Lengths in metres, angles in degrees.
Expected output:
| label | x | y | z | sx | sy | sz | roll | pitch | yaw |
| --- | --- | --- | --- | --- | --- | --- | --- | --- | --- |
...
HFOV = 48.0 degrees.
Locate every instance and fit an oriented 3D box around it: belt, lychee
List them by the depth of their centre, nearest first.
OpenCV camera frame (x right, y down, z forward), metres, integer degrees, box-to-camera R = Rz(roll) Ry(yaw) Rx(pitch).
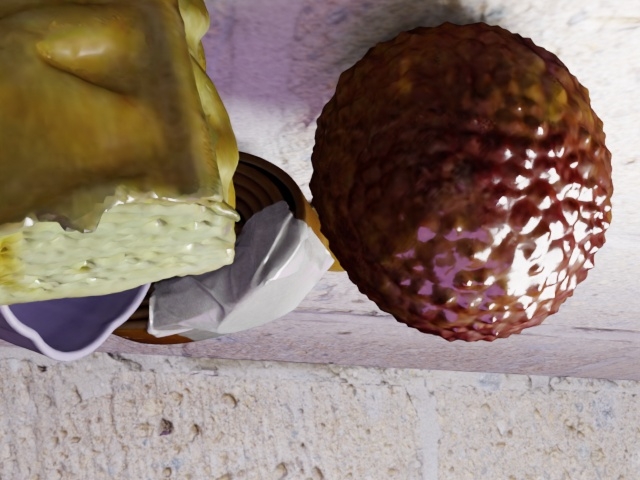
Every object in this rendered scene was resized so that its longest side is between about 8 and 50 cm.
| label | x | y | z | sx | sy | sz | roll | pitch | yaw |
| --- | --- | --- | --- | --- | --- | --- | --- | --- | --- |
| lychee | 0.119 | -0.048 | 0.604 | 0.260 | 0.261 | 0.260 | 2 | 161 | 1 |
| belt | -0.159 | 0.011 | 0.846 | 0.338 | 0.217 | 0.122 | -10 | 159 | 15 |

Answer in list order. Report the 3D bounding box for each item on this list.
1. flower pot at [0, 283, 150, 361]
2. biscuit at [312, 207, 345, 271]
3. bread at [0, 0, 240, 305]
| label | x | y | z | sx | sy | sz | roll | pitch | yaw |
| --- | --- | --- | --- | --- | --- | --- | --- | --- | --- |
| flower pot | -0.313 | -0.042 | 0.693 | 0.243 | 0.265 | 0.265 | 12 | 164 | 15 |
| biscuit | 0.000 | -0.002 | 1.078 | 0.158 | 0.035 | 0.240 | -1 | 161 | 15 |
| bread | -0.159 | -0.088 | 0.450 | 0.196 | 0.252 | 0.238 | -19 | 165 | 2 |
